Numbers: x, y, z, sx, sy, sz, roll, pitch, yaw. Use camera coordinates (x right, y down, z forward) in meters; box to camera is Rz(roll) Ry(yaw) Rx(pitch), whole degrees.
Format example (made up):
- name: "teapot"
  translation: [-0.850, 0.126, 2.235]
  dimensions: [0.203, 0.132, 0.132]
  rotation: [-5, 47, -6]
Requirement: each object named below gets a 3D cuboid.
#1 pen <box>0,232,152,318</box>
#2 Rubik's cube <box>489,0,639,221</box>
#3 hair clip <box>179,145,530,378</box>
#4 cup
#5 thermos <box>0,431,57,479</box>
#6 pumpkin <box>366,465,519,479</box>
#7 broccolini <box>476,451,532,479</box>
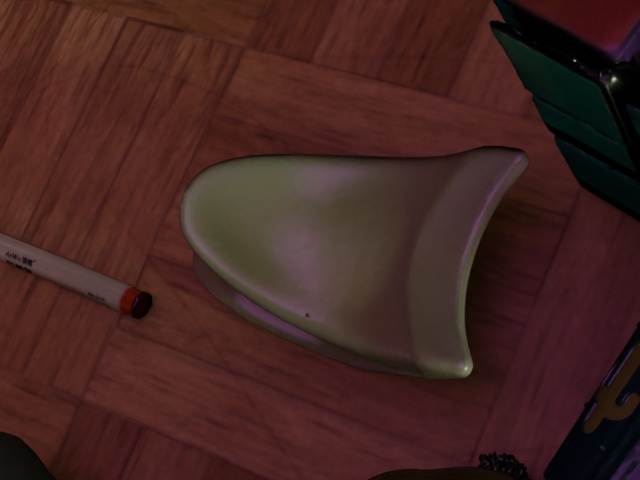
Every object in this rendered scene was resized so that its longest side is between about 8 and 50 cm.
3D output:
- name: "pen"
  translation: [-0.234, 0.022, 1.195]
  dimensions: [0.218, 0.026, 0.026]
  rotation: [20, 79, 29]
- name: "Rubik's cube"
  translation: [0.314, -0.132, 0.865]
  dimensions: [0.283, 0.288, 0.293]
  rotation: [39, 87, 30]
- name: "hair clip"
  translation: [0.011, 0.007, 1.053]
  dimensions: [0.282, 0.113, 0.172]
  rotation: [11, 75, 22]
- name: "cup"
  translation: [0.235, 0.128, 0.873]
  dimensions: [0.131, 0.176, 0.155]
  rotation: [36, 94, -14]
- name: "thermos"
  translation: [-0.204, 0.290, 1.015]
  dimensions: [0.286, 0.145, 0.182]
  rotation: [42, 122, 30]
- name: "pumpkin"
  translation: [0.054, 0.296, 0.835]
  dimensions: [0.332, 0.199, 0.332]
  rotation: [-6, 76, 22]
- name: "broccolini"
  translation: [0.061, 0.241, 0.971]
  dimensions: [0.054, 0.051, 0.239]
  rotation: [44, 97, 18]
